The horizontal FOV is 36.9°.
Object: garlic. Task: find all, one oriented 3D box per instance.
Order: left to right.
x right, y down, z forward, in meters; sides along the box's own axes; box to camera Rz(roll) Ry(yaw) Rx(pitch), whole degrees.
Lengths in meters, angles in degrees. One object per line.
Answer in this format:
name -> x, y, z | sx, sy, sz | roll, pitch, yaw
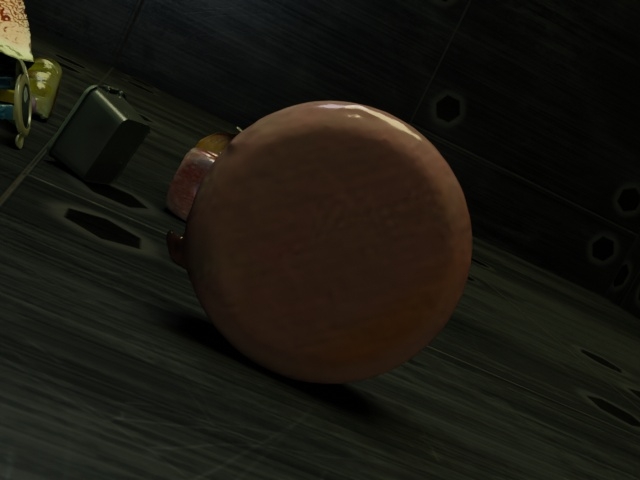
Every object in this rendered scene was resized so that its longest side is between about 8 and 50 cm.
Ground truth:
garlic -> -0.170, -0.158, 1.831 | 0.174, 0.099, 0.124 | 32, -5, 39

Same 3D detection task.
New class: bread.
bread -> -0.452, -0.248, 1.533 | 0.083, 0.094, 0.157 | 29, 26, -20

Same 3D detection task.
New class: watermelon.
watermelon -> -0.497, -0.297, 1.393 | 0.193, 0.145, 0.137 | 45, 42, -7

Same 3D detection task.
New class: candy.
candy -> 0.000, 0.000, 0.831 | 0.255, 0.255, 0.094 | 26, 8, -4

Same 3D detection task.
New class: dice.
dice -> -0.150, -0.068, 1.297 | 0.094, 0.093, 0.091 | 27, 8, 4

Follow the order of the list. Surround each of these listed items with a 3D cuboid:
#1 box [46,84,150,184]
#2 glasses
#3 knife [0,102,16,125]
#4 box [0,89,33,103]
box -> -0.282, -0.132, 1.234 | 0.069, 0.122, 0.084 | 41, 14, 18
glasses -> -0.470, -0.215, 1.237 | 0.220, 0.088, 0.189 | 21, 13, -23
knife -> -0.486, -0.204, 1.409 | 0.207, 0.014, 0.030 | 33, 12, 34
box -> -0.508, -0.233, 1.403 | 0.087, 0.023, 0.155 | 31, 14, 33
